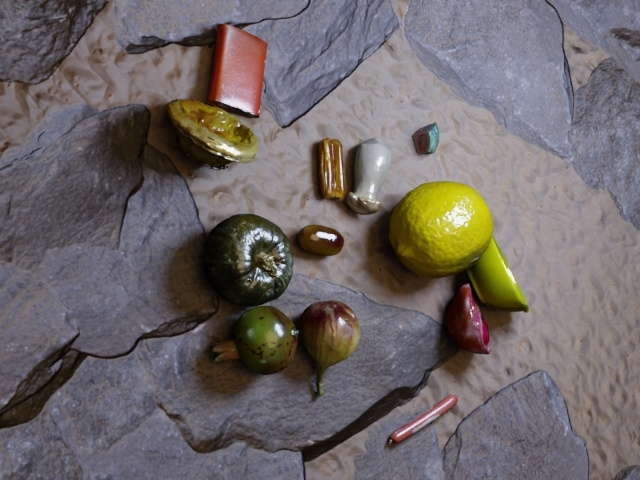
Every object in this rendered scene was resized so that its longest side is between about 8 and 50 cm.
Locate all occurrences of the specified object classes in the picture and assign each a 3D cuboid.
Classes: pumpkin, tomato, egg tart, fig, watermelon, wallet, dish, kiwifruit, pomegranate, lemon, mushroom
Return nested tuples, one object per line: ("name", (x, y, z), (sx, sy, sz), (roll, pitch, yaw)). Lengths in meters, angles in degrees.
("pumpkin", (-0.163, 0.046, 1.740), (0.223, 0.157, 0.224), (3, 85, -38))
("tomato", (0.388, 0.221, 2.022), (0.189, 0.099, 0.173), (64, 21, -21))
("egg tart", (-0.255, -0.240, 1.736), (0.241, 0.241, 0.106), (21, 115, -24))
("fig", (0.032, 0.258, 1.819), (0.143, 0.160, 0.231), (-12, 89, 11))
("watermelon", (0.295, -0.280, 2.083), (0.072, 0.092, 0.084), (-10, 76, 10))
("wallet", (-0.202, -0.413, 1.848), (0.142, 0.045, 0.204), (14, 75, -36))
("dish", (0.476, 0.112, 2.065), (0.262, 0.108, 0.221), (40, 28, -59))
("kiwifruit", (0.000, 0.000, 1.881), (0.124, 0.075, 0.075), (8, 78, -30))
("pomegranate", (-0.149, 0.237, 1.732), (0.205, 0.159, 0.159), (-16, 90, -3))
("lemon", (0.319, -0.033, 1.957), (0.310, 0.253, 0.253), (-23, 93, -30))
("mushroom", (0.128, -0.172, 1.965), (0.097, 0.088, 0.212), (28, 72, -34))

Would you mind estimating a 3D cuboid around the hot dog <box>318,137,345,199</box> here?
("hot dog", (0.028, -0.187, 1.939), (0.071, 0.045, 0.165), (-1, 83, -26))

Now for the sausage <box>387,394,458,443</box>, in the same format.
("sausage", (0.273, 0.469, 1.977), (0.253, 0.034, 0.034), (-24, 94, -29))
